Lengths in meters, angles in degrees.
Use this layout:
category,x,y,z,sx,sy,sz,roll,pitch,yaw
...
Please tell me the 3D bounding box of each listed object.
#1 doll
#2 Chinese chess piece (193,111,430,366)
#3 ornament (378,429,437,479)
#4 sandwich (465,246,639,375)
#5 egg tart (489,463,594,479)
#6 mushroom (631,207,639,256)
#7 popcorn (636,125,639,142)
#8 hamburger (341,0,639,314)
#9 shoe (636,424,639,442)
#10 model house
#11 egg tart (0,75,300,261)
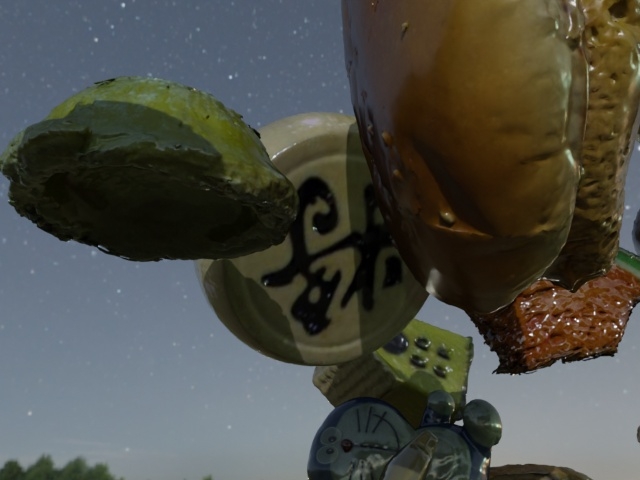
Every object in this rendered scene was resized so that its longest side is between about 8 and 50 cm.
category,x,y,z,sx,sy,sz,roll,pitch,yaw
doll,0.113,0.317,0.973,0.259,0.228,0.154,11,-31,5
Chinese chess piece,0.000,0.000,0.694,0.257,0.257,0.104,12,8,-26
ornament,0.036,0.290,0.637,0.061,0.244,0.230,39,-2,7
sandwich,0.253,0.062,0.765,0.235,0.159,0.079,-11,-15,-2
egg tart,0.366,0.541,1.213,0.352,0.150,0.351,1,-57,1
mushroom,0.444,0.029,0.784,0.138,0.194,0.231,-34,-36,28
popcorn,0.501,-0.204,0.939,0.180,0.179,0.170,-13,-26,31
hamburger,0.106,-0.110,0.465,0.170,0.289,0.314,-11,-50,-2
shoe,0.278,0.180,0.496,0.089,0.092,0.180,6,3,33
model house,0.109,0.224,1.162,0.234,0.174,0.193,23,-41,-11
egg tart,-0.107,-0.042,0.464,0.197,0.078,0.197,7,-23,3
